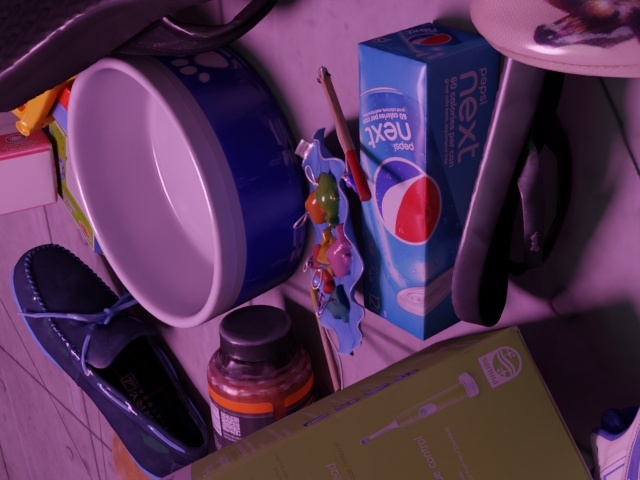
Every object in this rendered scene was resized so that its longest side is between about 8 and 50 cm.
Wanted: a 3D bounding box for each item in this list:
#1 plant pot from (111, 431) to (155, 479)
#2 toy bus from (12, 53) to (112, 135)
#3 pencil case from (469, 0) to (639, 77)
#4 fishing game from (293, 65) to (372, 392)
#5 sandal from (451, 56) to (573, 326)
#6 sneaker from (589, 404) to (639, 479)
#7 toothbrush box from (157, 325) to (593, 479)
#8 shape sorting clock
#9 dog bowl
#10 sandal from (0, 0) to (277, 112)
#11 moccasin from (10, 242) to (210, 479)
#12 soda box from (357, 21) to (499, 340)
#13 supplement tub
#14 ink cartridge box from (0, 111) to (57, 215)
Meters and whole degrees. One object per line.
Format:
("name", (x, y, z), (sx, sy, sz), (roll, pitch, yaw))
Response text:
("plant pot", (-0.217, 0.358, 1.376), (0.236, 0.032, 0.236), (30, 132, 40))
("toy bus", (-0.271, -0.204, 1.029), (0.211, 0.149, 0.220), (50, 143, 0))
("pencil case", (0.144, -0.267, 0.384), (0.183, 0.160, 0.410), (-121, 25, -60))
("fishing game", (0.000, 0.000, 0.792), (0.264, 0.041, 0.189), (94, 165, -50))
("sandal", (0.130, -0.041, 0.614), (0.054, 0.097, 0.254), (18, 129, 15))
("sneaker", (0.223, 0.170, 0.618), (0.131, 0.112, 0.296), (-121, 32, -43))
("toothbrush box", (0.010, 0.175, 0.680), (0.206, 0.283, 0.122), (131, 116, -78))
("shape sorting clock", (-0.283, -0.079, 1.194), (0.206, 0.040, 0.206), (36, 134, 47))
("dog bowl", (-0.132, -0.057, 0.945), (0.265, 0.104, 0.265), (31, 133, 40))
("sandal", (-0.131, -0.215, 0.808), (0.446, 0.107, 0.167), (-14, 60, 39))
("moccasin", (-0.239, 0.132, 1.210), (0.342, 0.138, 0.117), (49, 140, 1))
("soda box", (0.075, -0.040, 0.699), (0.067, 0.071, 0.210), (27, 130, 44))
("supplement tub", (-0.056, 0.164, 0.972), (0.106, 0.106, 0.198), (27, 130, 44))
("ink cartridge box", (-0.443, -0.115, 1.255), (0.218, 0.159, 0.092), (47, 143, 46))
